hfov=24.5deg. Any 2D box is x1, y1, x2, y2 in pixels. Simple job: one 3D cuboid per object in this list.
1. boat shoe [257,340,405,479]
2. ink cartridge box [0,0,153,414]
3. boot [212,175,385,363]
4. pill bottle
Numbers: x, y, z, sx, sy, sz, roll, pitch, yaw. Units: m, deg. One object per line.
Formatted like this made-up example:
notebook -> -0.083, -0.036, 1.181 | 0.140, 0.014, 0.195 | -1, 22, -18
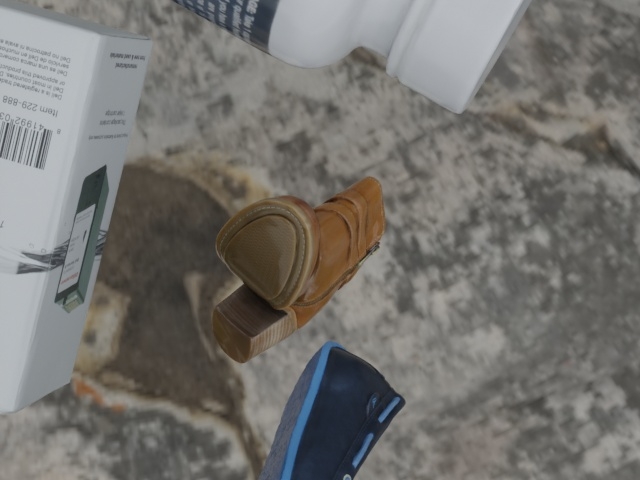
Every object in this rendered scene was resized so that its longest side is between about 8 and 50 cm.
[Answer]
boat shoe -> 0.005, 0.174, 0.982 | 0.089, 0.258, 0.109 | 28, 141, -6
ink cartridge box -> -0.272, -0.041, 1.113 | 0.211, 0.121, 0.289 | 17, 99, 10
boot -> 0.000, 0.000, 1.556 | 0.220, 0.109, 0.283 | -38, 158, -31
pill bottle -> -0.013, -0.119, 0.478 | 0.180, 0.108, 0.108 | 31, 113, 4
